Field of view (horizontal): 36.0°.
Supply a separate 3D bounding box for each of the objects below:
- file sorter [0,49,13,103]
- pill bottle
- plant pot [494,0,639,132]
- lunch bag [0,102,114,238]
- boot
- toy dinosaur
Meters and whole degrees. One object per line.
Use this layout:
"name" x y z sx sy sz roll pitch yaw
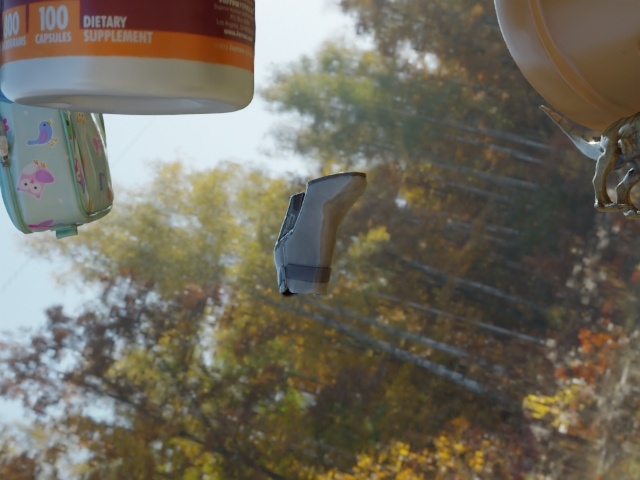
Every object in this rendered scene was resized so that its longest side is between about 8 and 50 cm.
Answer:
"file sorter" -0.356 -0.236 1.010 0.104 0.118 0.170 -136 56 -78
"pill bottle" -0.165 -0.314 0.862 0.224 0.224 0.393 -8 -81 -74
"plant pot" 0.310 -0.230 0.795 0.203 0.290 0.291 -155 80 -78
"lunch bag" -0.337 -0.117 1.240 0.279 0.107 0.224 -108 11 -85
"boot" 0.000 0.000 0.767 0.118 0.042 0.087 -23 61 62
"toy dinosaur" 0.246 -0.075 0.806 0.211 0.064 0.112 155 121 -78
